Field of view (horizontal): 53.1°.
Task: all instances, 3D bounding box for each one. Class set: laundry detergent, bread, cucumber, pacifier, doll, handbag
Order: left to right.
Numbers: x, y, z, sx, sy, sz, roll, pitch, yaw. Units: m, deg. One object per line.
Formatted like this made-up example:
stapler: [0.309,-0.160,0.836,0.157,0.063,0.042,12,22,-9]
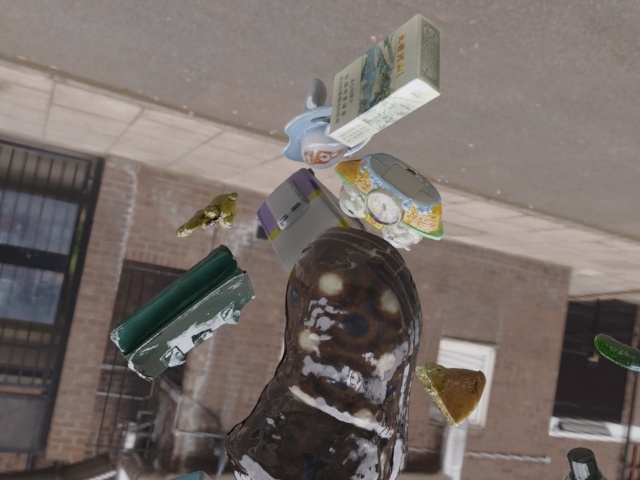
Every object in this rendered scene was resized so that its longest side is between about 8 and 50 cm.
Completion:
handbag: [-0.298,0.175,1.455,0.089,0.326,0.238,45,165,21]
doll: [-0.312,-0.057,1.817,0.209,0.097,0.137,-37,177,-35]
pacifier: [0.008,-0.300,1.584,0.227,0.207,0.279,-13,164,-11]
bread: [0.276,0.322,1.332,0.154,0.136,0.054,7,137,0]
laundry detergent: [0.399,0.404,0.927,0.070,0.226,0.099,-20,-168,-21]
cucumber: [0.505,0.192,1.061,0.037,0.037,0.155,11,-174,-13]

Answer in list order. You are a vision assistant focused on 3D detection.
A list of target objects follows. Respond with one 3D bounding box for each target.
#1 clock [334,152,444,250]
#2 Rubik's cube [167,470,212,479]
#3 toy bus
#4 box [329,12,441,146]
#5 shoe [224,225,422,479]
clock: [0.118,-0.068,1.138,0.231,0.103,0.144,39,141,12]
Rubik's cube: [-0.318,0.733,1.296,0.344,0.347,0.347,-19,131,11]
toy bus: [0.000,0.000,1.639,0.249,0.209,0.440,42,-171,-32]
box: [0.127,-0.316,1.297,0.069,0.164,0.256,23,149,-32]
shoe: [-0.004,0.187,0.738,0.171,0.384,0.237,20,-144,32]
